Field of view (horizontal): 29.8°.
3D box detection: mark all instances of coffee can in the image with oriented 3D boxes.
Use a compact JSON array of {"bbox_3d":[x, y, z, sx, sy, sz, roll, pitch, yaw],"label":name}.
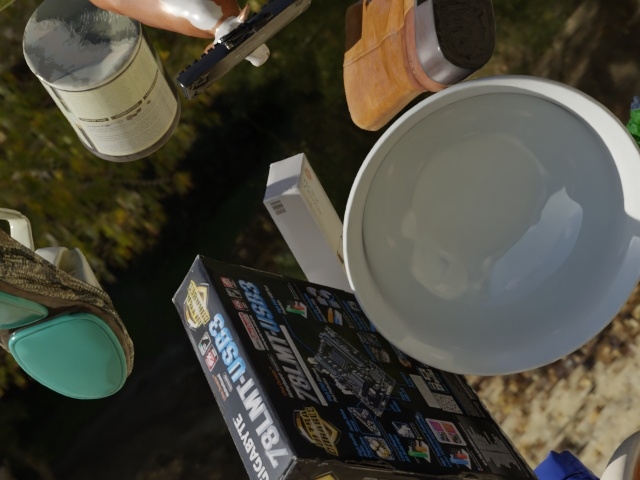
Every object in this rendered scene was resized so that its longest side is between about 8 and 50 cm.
[{"bbox_3d":[-0.372,-0.285,2.091,0.201,0.201,0.275,-48,-20,-12],"label":"coffee can"}]

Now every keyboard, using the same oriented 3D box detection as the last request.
[{"bbox_3d":[-0.081,-0.222,1.301,0.180,0.023,0.108,-40,-2,-5],"label":"keyboard"}]

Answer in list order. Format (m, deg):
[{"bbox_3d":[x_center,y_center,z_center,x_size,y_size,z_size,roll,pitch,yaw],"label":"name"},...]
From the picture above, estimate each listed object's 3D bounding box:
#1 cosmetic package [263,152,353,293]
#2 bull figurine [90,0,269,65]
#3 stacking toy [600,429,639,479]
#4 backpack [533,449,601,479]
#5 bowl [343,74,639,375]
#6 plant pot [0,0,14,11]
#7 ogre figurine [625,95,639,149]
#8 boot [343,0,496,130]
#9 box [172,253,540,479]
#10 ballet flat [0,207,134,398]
[{"bbox_3d":[0.000,0.000,1.728,0.060,0.239,0.099,-20,32,15],"label":"cosmetic package"},{"bbox_3d":[-0.191,-0.340,1.703,0.188,0.310,0.101,-37,-32,-66],"label":"bull figurine"},{"bbox_3d":[0.512,0.306,1.050,0.480,0.350,0.350,-16,14,31],"label":"stacking toy"},{"bbox_3d":[0.265,0.286,1.245,0.098,0.120,0.101,-47,-47,-3],"label":"backpack"},{"bbox_3d":[0.163,-0.028,1.176,0.298,0.298,0.134,-50,16,13],"label":"bowl"},{"bbox_3d":[-0.351,-0.341,0.886,0.367,0.353,0.366,-23,39,20],"label":"plant pot"},{"bbox_3d":[0.494,-0.142,1.739,0.096,0.118,0.197,-63,-17,-19],"label":"ogre figurine"},{"bbox_3d":[0.093,-0.264,1.222,0.096,0.264,0.280,-8,-2,-17],"label":"boot"},{"bbox_3d":[0.030,0.150,1.184,0.293,0.295,0.073,13,-62,-34],"label":"box"},{"bbox_3d":[-0.371,0.059,1.538,0.164,0.182,0.483,-17,-25,10],"label":"ballet flat"}]
